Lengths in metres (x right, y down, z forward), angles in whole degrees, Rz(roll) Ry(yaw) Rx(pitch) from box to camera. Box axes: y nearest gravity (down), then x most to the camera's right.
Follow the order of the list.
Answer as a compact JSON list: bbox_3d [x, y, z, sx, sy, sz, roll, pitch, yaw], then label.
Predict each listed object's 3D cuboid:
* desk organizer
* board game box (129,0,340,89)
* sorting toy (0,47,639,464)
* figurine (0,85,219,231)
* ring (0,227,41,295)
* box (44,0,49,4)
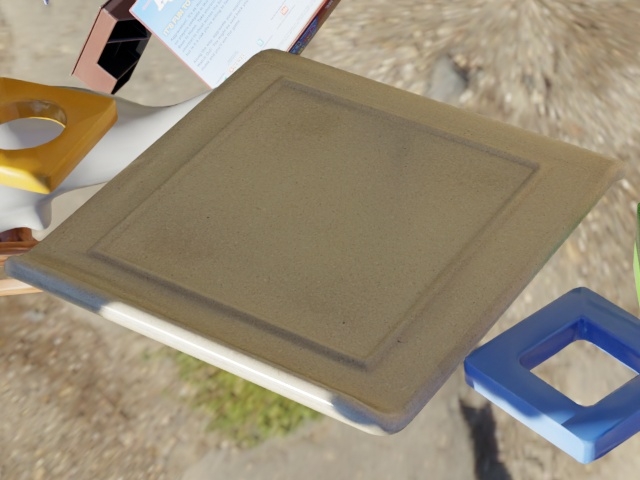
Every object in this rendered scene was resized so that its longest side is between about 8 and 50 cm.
[{"bbox_3d":[-0.215,-0.205,1.931,0.050,0.047,0.130,39,145,2],"label":"desk organizer"},{"bbox_3d":[-0.026,-0.253,1.505,0.145,0.027,0.281,44,107,20],"label":"board game box"},{"bbox_3d":[0.000,0.000,0.744,0.348,0.196,0.047,21,133,29],"label":"sorting toy"},{"bbox_3d":[-0.103,-0.109,0.922,0.209,0.092,0.215,-2,97,6],"label":"figurine"},{"bbox_3d":[-0.265,0.016,1.236,0.337,0.336,0.032,-7,85,7],"label":"ring"},{"bbox_3d":[-0.167,-0.269,1.374,0.042,0.109,0.178,15,77,3],"label":"box"}]
